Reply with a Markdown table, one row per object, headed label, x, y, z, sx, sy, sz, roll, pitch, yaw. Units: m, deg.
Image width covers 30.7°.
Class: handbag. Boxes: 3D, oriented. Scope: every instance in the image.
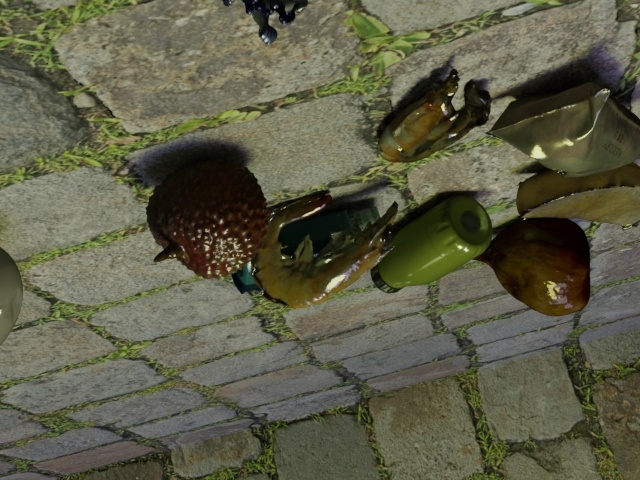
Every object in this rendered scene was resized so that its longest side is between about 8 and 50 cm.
| label | x | y | z | sx | sy | sz | roll | pitch | yaw |
| --- | --- | --- | --- | --- | --- | --- | --- | --- | --- |
| handbag | 0.355 | -0.150 | 1.642 | 0.183 | 0.117 | 0.270 | -13 | 165 | 27 |

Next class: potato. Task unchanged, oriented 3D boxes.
| label | x | y | z | sx | sy | sz | roll | pitch | yaw |
| --- | --- | --- | --- | --- | --- | --- | --- | --- | --- |
| potato | 0.442 | -0.094 | 1.899 | 0.243 | 0.098 | 0.138 | 4 | 153 | -28 |

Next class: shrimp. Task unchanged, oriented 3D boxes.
| label | x | y | z | sx | sy | sz | roll | pitch | yaw |
| --- | --- | --- | --- | --- | --- | --- | --- | --- | --- |
| shrimp | 0.169 | -0.159 | 1.560 | 0.145 | 0.059 | 0.254 | -8 | 162 | -26 |
| shrimp | 0.000 | 0.000 | 1.806 | 0.253 | 0.173 | 0.058 | -42 | -172 | 8 |

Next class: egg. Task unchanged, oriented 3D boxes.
| label | x | y | z | sx | sy | sz | roll | pitch | yaw |
| --- | --- | --- | --- | --- | --- | --- | --- | --- | --- |
| egg | -0.504 | 0.085 | 1.610 | 0.232 | 0.176 | 0.176 | -33 | 155 | 31 |

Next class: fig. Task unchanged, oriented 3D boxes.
| label | x | y | z | sx | sy | sz | roll | pitch | yaw |
| --- | --- | --- | --- | --- | --- | --- | --- | --- | --- |
| fig | 0.369 | 0.042 | 2.159 | 0.290 | 0.190 | 0.190 | 5 | 158 | -12 |

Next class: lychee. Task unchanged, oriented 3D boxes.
| label | x | y | z | sx | sy | sz | roll | pitch | yaw |
| --- | --- | --- | --- | --- | --- | --- | --- | --- | --- |
| lychee | -0.154 | -0.023 | 1.552 | 0.197 | 0.165 | 0.165 | -52 | 180 | -28 |

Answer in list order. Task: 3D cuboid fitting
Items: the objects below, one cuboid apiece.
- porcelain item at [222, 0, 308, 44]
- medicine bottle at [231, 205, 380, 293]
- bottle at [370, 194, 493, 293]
| label | x | y | z | sx | sy | sz | roll | pitch | yaw |
| --- | --- | --- | --- | --- | --- | --- | --- | --- | --- |
| porcelain item | -0.059 | -0.227 | 1.150 | 0.021 | 0.075 | 0.136 | -27 | 159 | 39 |
| medicine bottle | -0.027 | 0.009 | 1.888 | 0.258 | 0.079 | 0.124 | -14 | 155 | 0 |
| bottle | 0.181 | 0.018 | 2.017 | 0.112 | 0.112 | 0.260 | -1 | 158 | -34 |
